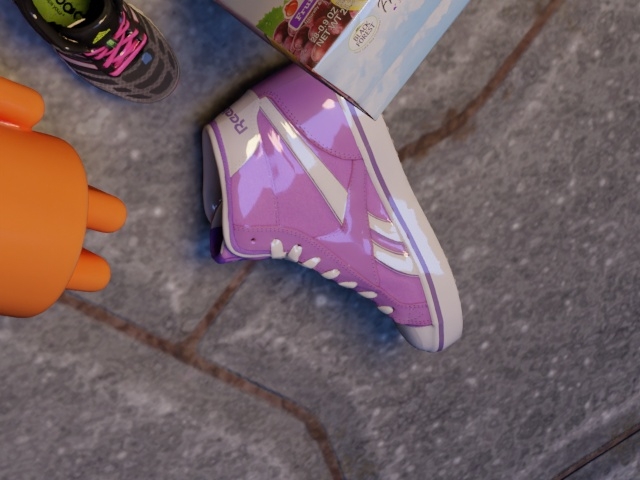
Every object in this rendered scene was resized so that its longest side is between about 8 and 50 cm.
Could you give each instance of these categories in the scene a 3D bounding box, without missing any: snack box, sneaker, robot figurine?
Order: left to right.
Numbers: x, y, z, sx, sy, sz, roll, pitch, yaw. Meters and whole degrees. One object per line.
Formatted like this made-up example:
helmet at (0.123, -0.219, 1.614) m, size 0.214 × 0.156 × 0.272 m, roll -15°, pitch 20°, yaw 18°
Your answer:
robot figurine at (-0.237, -0.018, 0.830) m, size 0.219 × 0.128 × 0.158 m, roll 14°, pitch 133°, yaw -36°
sneaker at (-0.149, -0.139, 0.847) m, size 0.063 × 0.075 × 0.170 m, roll -46°, pitch 130°, yaw 0°
sneaker at (0.000, -0.001, 1.012) m, size 0.161 × 0.102 × 0.282 m, roll -32°, pitch 118°, yaw -7°
snack box at (0.017, -0.196, 0.828) m, size 0.070 × 0.207 × 0.174 m, roll 35°, pitch 95°, yaw -40°
